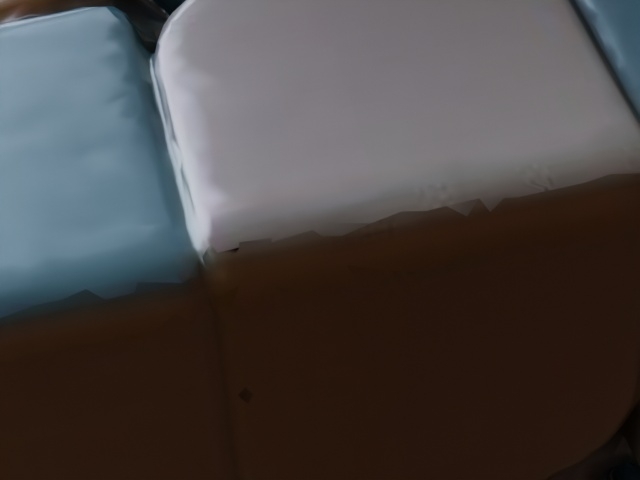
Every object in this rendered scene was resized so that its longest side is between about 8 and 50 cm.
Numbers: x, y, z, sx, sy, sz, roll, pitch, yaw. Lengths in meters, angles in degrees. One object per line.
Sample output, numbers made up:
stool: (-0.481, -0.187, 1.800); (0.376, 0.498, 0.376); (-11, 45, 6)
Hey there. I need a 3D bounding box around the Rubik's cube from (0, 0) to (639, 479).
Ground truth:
Rubik's cube: (0.000, 0.000, 0.604); (0.347, 0.344, 0.346); (88, 171, -45)
